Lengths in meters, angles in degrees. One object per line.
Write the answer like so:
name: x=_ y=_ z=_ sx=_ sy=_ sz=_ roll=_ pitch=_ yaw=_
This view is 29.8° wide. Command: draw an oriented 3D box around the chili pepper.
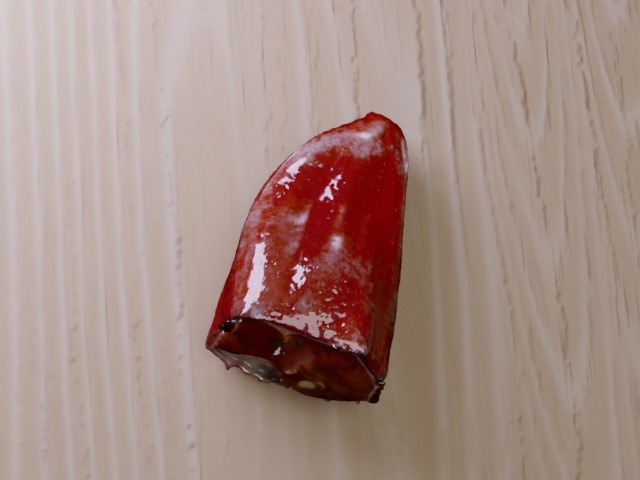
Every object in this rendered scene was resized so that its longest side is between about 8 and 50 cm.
chili pepper: x=0.000 y=0.000 z=0.999 sx=0.144 sy=0.136 sz=0.253 roll=-3 pitch=61 yaw=31
